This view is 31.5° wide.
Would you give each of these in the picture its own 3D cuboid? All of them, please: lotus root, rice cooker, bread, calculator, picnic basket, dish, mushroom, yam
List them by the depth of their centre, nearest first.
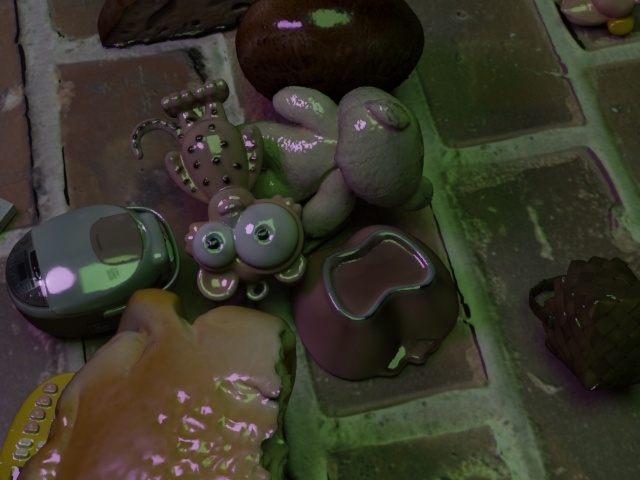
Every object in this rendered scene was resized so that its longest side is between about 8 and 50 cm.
[{"bbox_3d":[-0.164,0.245,1.108,0.245,0.329,0.424,29,58,-8],"label":"bread"},{"bbox_3d":[-0.293,0.256,1.291,0.146,0.032,0.235,6,57,3],"label":"calculator"},{"bbox_3d":[0.324,0.082,1.360,0.128,0.138,0.178,-3,25,-10],"label":"picnic basket"},{"bbox_3d":[-0.274,0.038,1.374,0.206,0.127,0.145,-13,60,-13],"label":"rice cooker"},{"bbox_3d":[0.067,0.060,1.386,0.213,0.090,0.213,1,57,-1],"label":"dish"},{"bbox_3d":[0.000,0.000,1.467,0.107,0.014,0.014,-37,66,-21],"label":"yam"},{"bbox_3d":[0.016,-0.253,1.495,0.253,0.253,0.153,-5,84,-4],"label":"mushroom"},{"bbox_3d":[-0.187,-0.359,1.605,0.260,0.170,0.074,-10,62,-13],"label":"lotus root"}]

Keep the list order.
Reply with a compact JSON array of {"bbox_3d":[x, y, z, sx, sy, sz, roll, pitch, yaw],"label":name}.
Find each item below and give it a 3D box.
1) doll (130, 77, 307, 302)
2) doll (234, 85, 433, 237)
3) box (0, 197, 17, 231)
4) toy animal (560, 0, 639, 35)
[{"bbox_3d":[-0.118,-0.057,1.375,0.154,0.119,0.278,-27,81,-3],"label":"doll"},{"bbox_3d":[0.003,-0.112,1.434,0.278,0.175,0.149,-7,46,22],"label":"doll"},{"bbox_3d":[-0.491,-0.042,1.475,0.167,0.024,0.090,24,60,13],"label":"box"},{"bbox_3d":[0.415,-0.360,1.660,0.114,0.082,0.091,13,57,8],"label":"toy animal"}]
